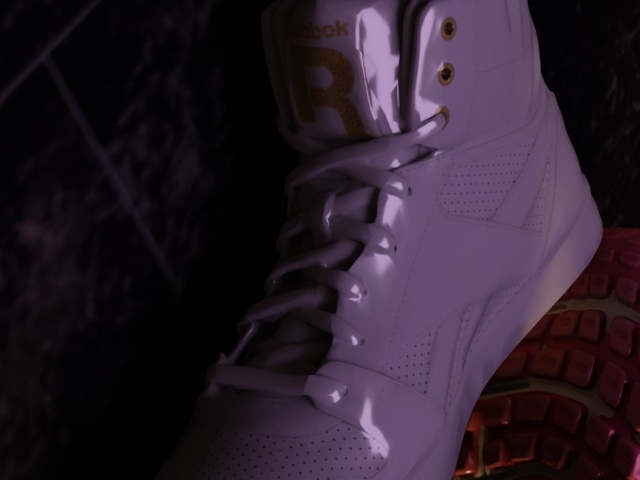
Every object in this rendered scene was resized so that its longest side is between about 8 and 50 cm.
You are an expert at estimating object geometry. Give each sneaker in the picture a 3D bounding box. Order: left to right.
[{"bbox_3d":[0.000,0.000,0.700,0.292,0.108,0.169,-52,133,-43],"label":"sneaker"},{"bbox_3d":[0.117,0.140,0.848,0.112,0.121,0.299,-4,105,-39],"label":"sneaker"}]
